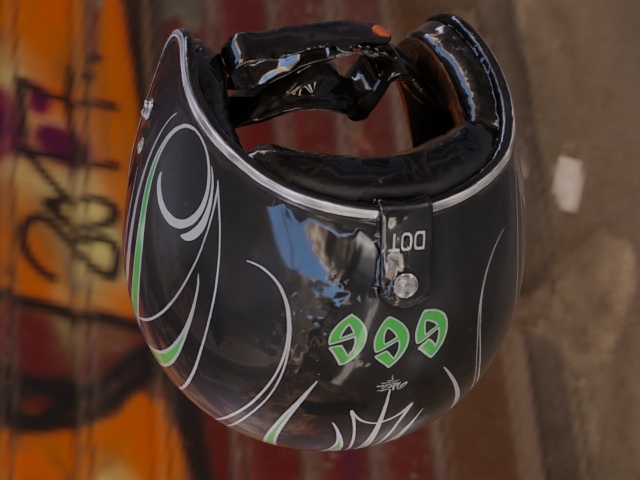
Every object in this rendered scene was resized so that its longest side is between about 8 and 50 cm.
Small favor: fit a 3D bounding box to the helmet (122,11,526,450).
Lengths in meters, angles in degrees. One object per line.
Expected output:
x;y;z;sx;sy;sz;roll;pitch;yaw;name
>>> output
0.000;0.000;0.691;0.162;0.169;0.169;102;161;-44;helmet
